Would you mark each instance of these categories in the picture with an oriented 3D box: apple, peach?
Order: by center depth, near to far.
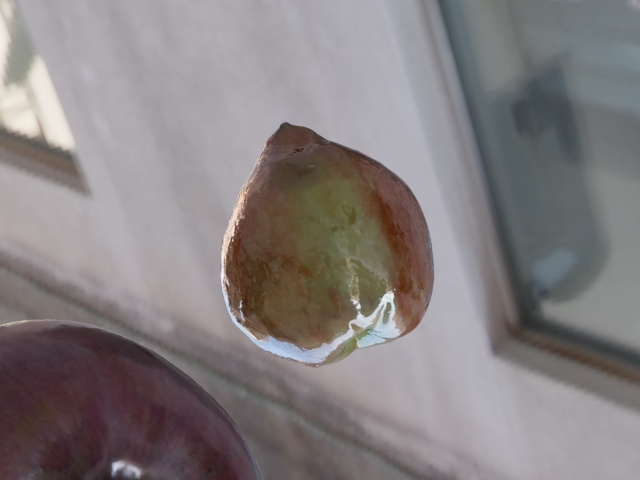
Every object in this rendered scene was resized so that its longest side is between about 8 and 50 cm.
[{"bbox_3d":[-0.095,0.103,0.659,0.153,0.153,0.120,-39,-168,-35],"label":"apple"},{"bbox_3d":[0.000,0.000,2.020,0.232,0.256,0.232,-22,171,-3],"label":"peach"}]
